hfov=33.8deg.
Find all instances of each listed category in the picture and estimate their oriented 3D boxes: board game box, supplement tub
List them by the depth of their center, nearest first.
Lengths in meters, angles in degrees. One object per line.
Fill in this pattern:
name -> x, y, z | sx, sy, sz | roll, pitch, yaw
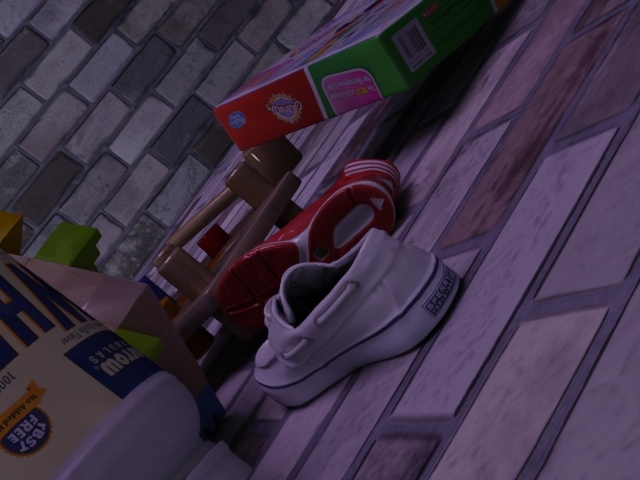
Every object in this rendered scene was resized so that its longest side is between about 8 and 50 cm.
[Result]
supplement tub -> -0.234, 0.145, 0.734 | 0.235, 0.325, 0.235 | -54, -5, -7
board game box -> 0.051, -0.220, 1.211 | 0.242, 0.064, 0.316 | -43, 18, -33

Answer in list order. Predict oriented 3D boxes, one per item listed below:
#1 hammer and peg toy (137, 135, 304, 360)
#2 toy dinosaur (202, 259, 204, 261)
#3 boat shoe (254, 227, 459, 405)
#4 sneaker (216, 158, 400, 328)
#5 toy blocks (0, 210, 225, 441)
hammer and peg toy -> -0.122, 0.031, 1.277 | 0.266, 0.127, 0.361 | -44, 10, 37
toy dinosaur -> -0.156, 0.061, 1.558 | 0.183, 0.053, 0.092 | -49, -7, -26
boat shoe -> 0.003, 0.052, 0.798 | 0.258, 0.084, 0.095 | -38, 18, 52
sneaker -> 0.000, 0.000, 1.044 | 0.221, 0.087, 0.128 | -32, 11, 28
toy blocks -> -0.250, 0.138, 1.033 | 0.381, 0.261, 0.191 | 9, 52, 31
